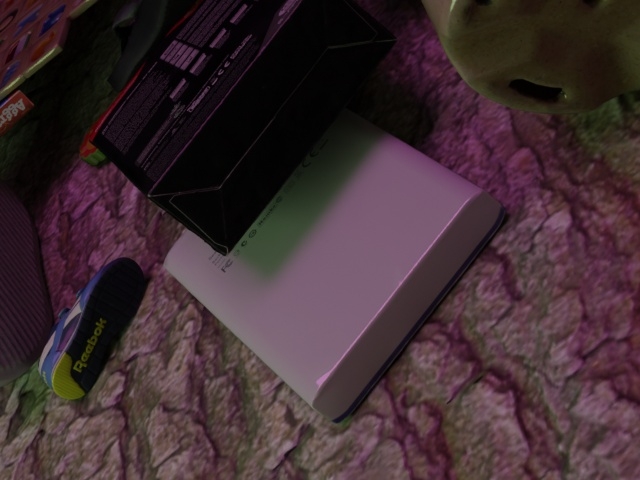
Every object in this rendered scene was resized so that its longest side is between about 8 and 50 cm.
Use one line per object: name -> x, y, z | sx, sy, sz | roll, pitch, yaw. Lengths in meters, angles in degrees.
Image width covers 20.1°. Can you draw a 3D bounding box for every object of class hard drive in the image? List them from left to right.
hard drive -> 0.000, 0.000, 1.500 | 0.210, 0.040, 0.319 | -52, 32, -1

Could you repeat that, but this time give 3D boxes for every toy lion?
toy lion -> -0.214, -0.122, 1.895 | 0.100, 0.034, 0.096 | -57, 25, -10

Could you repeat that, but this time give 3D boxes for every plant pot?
plant pot -> 0.172, -0.276, 1.349 | 0.334, 0.334, 0.305 | -34, 48, 25

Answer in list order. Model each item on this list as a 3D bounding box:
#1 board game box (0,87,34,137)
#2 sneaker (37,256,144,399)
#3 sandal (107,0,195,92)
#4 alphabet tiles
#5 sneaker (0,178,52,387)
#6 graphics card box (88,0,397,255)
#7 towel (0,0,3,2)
board game box -> -0.390, -0.119, 2.014 | 0.145, 0.027, 0.281 | -44, 15, -4
sneaker -> -0.218, 0.076, 1.680 | 0.059, 0.053, 0.144 | 10, 65, 56
sandal -> -0.164, -0.235, 1.829 | 0.097, 0.054, 0.254 | -39, -7, -33
alphabet tiles -> -0.342, -0.228, 2.019 | 0.342, 0.011, 0.285 | -35, 28, 26
sneaker -> -0.362, 0.068, 1.804 | 0.150, 0.135, 0.366 | -43, 22, 15
graphics card box -> -0.082, -0.131, 1.610 | 0.233, 0.094, 0.371 | -51, 17, -2
towel -> -0.398, -0.295, 2.250 | 0.237, 0.037, 0.329 | -50, 27, -1
